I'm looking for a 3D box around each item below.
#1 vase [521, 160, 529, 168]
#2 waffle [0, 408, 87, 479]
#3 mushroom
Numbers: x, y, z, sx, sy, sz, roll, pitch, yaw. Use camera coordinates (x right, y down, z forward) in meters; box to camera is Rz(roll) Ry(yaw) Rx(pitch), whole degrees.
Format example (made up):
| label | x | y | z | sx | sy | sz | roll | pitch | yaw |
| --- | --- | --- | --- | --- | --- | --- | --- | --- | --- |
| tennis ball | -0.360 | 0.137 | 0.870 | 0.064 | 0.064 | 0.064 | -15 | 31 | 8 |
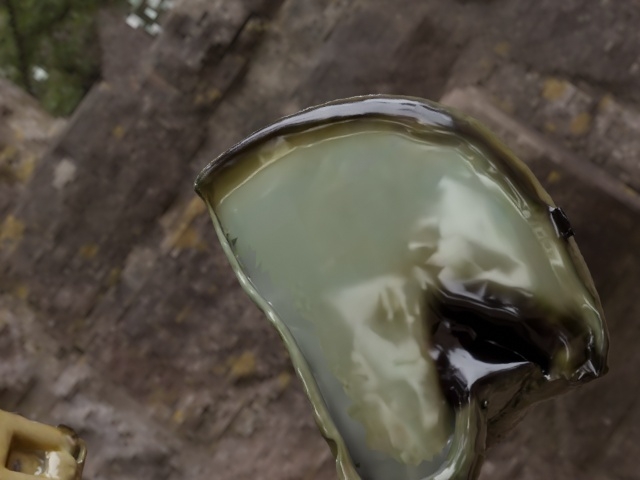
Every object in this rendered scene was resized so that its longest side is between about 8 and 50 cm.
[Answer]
| label | x | y | z | sx | sy | sz | roll | pitch | yaw |
| --- | --- | --- | --- | --- | --- | --- | --- | --- | --- |
| vase | 0.148 | -0.054 | 1.376 | 0.100 | 0.053 | 0.053 | 0 | -51 | -49 |
| waffle | -0.372 | 0.205 | 1.152 | 0.114 | 0.376 | 0.261 | -51 | 24 | 40 |
| mushroom | 0.079 | 0.047 | 1.058 | 0.217 | 0.292 | 0.212 | -28 | -27 | 7 |
